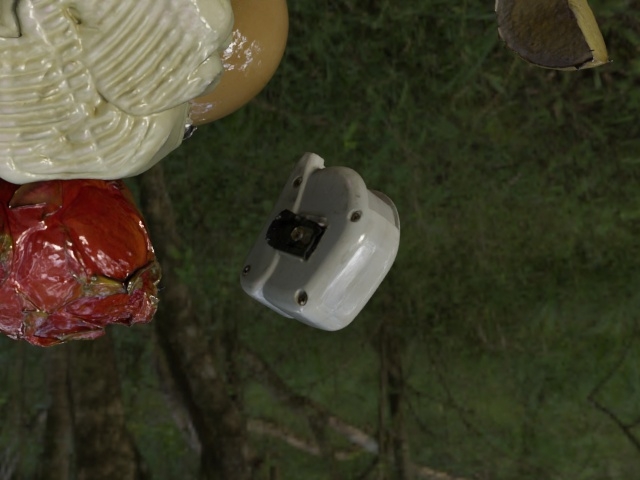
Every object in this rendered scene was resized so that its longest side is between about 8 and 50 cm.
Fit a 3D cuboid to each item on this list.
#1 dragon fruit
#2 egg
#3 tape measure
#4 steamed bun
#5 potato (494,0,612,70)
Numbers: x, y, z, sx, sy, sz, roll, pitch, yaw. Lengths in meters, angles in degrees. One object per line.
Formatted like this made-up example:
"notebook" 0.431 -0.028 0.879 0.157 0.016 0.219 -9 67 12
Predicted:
"dragon fruit" -0.378 0.000 1.378 0.342 0.277 0.277 6 150 -26
"egg" -0.233 -0.332 1.685 0.374 0.301 0.301 -22 150 -1
"tape measure" 0.000 0.000 1.650 0.130 0.258 0.265 36 168 -34
"steamed bun" -0.229 -0.211 1.071 0.320 0.206 0.275 -35 108 5
"potato" 0.362 -0.339 1.654 0.138 0.243 0.098 -28 150 31
